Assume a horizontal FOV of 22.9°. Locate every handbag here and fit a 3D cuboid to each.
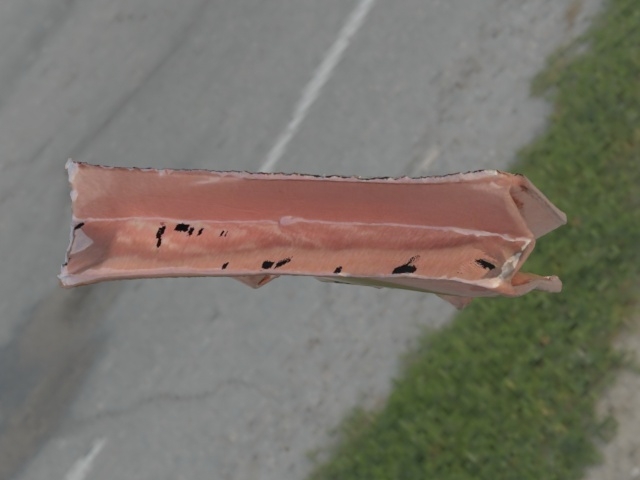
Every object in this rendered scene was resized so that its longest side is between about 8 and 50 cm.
[{"bbox_3d":[0.000,0.000,0.735,0.212,0.157,0.059,2,86,16],"label":"handbag"}]
